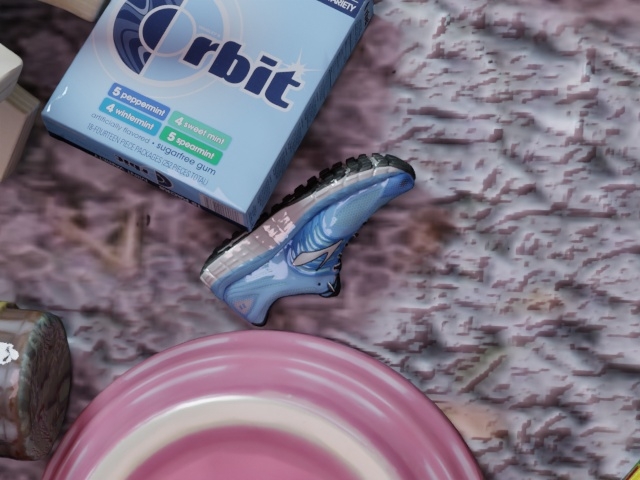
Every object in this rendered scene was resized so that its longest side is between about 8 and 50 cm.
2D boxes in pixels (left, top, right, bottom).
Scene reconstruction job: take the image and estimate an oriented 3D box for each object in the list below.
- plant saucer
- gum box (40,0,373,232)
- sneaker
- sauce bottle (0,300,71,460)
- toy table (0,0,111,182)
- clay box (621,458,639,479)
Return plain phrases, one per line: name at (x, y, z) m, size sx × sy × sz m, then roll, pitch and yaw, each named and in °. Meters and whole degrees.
plant saucer at (-0.045, 0.225, 1.158) m, size 0.332 × 0.084 × 0.332 m, roll 0°, pitch 87°, yaw 9°
gum box at (-0.074, -0.121, 1.171) m, size 0.157 × 0.041 × 0.184 m, roll 26°, pitch 73°, yaw 10°
sneaker at (0.000, 0.000, 1.181) m, size 0.162 × 0.063 × 0.073 m, roll -34°, pitch 100°, yaw 11°
sauce bottle at (-0.350, 0.080, 1.199) m, size 0.344 × 0.111 × 0.111 m, roll 7°, pitch 89°, yaw 8°
toy table at (-0.234, -0.172, 1.126) m, size 0.161 × 0.274 × 0.252 m, roll 30°, pitch 137°, yaw 2°
clay box at (0.270, 0.170, 1.124) m, size 0.127 × 0.053 × 0.222 m, roll 42°, pitch 93°, yaw 9°
